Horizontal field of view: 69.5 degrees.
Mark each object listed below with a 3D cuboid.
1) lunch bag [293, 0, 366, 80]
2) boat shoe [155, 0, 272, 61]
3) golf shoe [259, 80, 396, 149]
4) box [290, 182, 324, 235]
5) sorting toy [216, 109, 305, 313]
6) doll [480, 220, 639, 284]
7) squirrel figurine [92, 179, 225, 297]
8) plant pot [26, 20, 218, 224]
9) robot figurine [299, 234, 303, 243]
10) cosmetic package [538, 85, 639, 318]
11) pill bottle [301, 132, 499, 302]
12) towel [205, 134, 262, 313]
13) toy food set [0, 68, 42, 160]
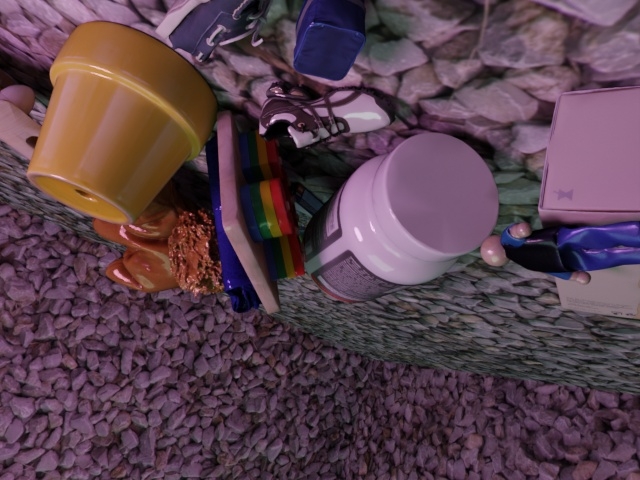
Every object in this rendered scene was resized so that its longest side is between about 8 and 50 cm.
[{"bbox_3d":[0.008,-0.230,0.511,0.067,0.065,0.098,8,163,-17],"label":"lunch bag"},{"bbox_3d":[-0.100,-0.254,0.498,0.079,0.095,0.254,34,157,-33],"label":"boat shoe"},{"bbox_3d":[0.005,-0.164,0.651,0.198,0.094,0.077,9,157,22],"label":"golf shoe"},{"bbox_3d":[-0.089,-0.066,1.074,0.233,0.044,0.159,1,154,42],"label":"box"},{"bbox_3d":[-0.090,-0.051,0.789,0.089,0.255,0.257,-13,143,1],"label":"sorting toy"},{"bbox_3d":[0.254,0.011,0.482,0.129,0.046,0.189,33,157,-31],"label":"doll"},{"bbox_3d":[-0.344,-0.039,1.090,0.397,0.281,0.370,27,147,11],"label":"squirrel figurine"},{"bbox_3d":[-0.324,-0.164,0.739,0.254,0.239,0.254,16,160,6],"label":"plant pot"},{"bbox_3d":[0.000,0.000,1.136,0.101,0.067,0.115,7,168,-29],"label":"robot figurine"},{"bbox_3d":[0.362,-0.028,0.585,0.113,0.160,0.309,6,158,34],"label":"cosmetic package"},{"bbox_3d":[0.109,-0.018,0.767,0.210,0.210,0.363,23,161,-11],"label":"pill bottle"},{"bbox_3d":[-0.164,-0.025,0.912,0.076,0.308,0.227,-9,162,-10],"label":"towel"},{"bbox_3d":[-0.545,-0.245,0.828,0.306,0.092,0.219,44,172,25],"label":"toy food set"}]
